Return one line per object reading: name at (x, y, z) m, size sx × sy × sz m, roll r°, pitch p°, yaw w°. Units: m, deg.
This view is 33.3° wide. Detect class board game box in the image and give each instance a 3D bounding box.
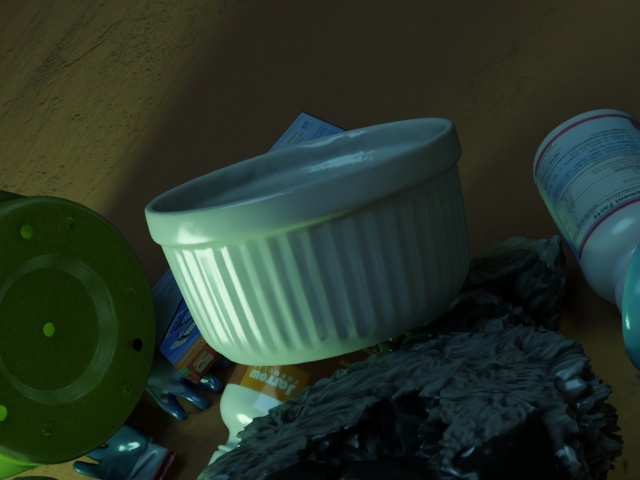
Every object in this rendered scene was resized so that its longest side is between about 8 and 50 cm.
board game box at (-0.067, -0.001, 1.056) m, size 0.281 × 0.027 × 0.145 m, roll -50°, pitch 33°, yaw -5°

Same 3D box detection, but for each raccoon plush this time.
raccoon plush at (0.129, 0.195, 0.616) m, size 0.216 × 0.299 × 0.446 m, roll -14°, pitch 13°, yaw 41°

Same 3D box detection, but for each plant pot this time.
plant pot at (-0.359, 0.092, 1.047) m, size 0.353 × 0.366 × 0.366 m, roll -7°, pitch 54°, yaw 40°

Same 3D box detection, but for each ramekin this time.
ramekin at (0.000, 0.000, 0.697) m, size 0.207 × 0.109 × 0.207 m, roll -16°, pitch 12°, yaw 3°

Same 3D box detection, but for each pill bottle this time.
pill bottle at (0.209, -0.012, 0.725) m, size 0.087 × 0.087 × 0.160 m, roll -38°, pitch 38°, yaw 19°
pill bottle at (-0.002, 0.105, 0.828) m, size 0.121 × 0.121 × 0.216 m, roll 6°, pitch 64°, yaw 50°

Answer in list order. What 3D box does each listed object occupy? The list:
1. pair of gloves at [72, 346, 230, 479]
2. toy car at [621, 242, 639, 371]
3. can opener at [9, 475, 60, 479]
pair of gloves at (-0.167, 0.172, 1.041) m, size 0.159 × 0.023 × 0.198 m, roll 3°, pitch 61°, yaw 51°
toy car at (0.271, 0.120, 0.503) m, size 0.219 × 0.210 × 0.238 m, roll 4°, pitch 91°, yaw 35°
can opener at (-0.205, 0.310, 0.881) m, size 0.283 × 0.076 × 0.095 m, roll 48°, pitch 130°, yaw 38°
